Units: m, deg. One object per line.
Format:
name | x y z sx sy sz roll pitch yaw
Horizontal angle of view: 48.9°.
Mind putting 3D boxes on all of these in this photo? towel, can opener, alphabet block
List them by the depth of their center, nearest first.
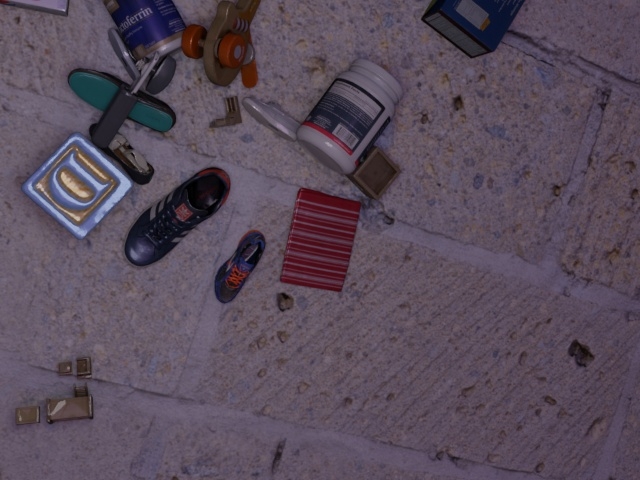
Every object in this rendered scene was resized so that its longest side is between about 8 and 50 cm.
can opener | -0.456 -0.339 1.710 0.093 0.074 0.280 35 105 -27
alphabet block | -0.591 -0.137 1.733 0.193 0.197 0.192 -46 105 -8
towel | 0.000 0.000 2.013 0.199 0.031 0.274 11 95 -20

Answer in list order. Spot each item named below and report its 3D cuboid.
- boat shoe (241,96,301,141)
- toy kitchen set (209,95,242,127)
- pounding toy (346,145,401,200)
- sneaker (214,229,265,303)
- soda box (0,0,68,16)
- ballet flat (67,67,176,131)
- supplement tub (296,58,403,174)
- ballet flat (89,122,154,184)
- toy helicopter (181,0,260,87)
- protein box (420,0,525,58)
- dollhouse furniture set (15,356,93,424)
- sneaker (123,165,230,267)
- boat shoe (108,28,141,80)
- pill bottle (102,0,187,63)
boat shoe | -0.128 -0.343 1.920 0.184 0.066 0.063 32 76 -17
toy kitchen set | -0.265 -0.341 1.879 0.068 0.083 0.075 -5 100 26
pounding toy | 0.137 -0.214 2.006 0.141 0.100 0.130 42 84 -27
sneaker | -0.220 0.071 1.924 0.083 0.087 0.221 28 87 -17
soda box | -0.723 -0.602 1.706 0.216 0.074 0.069 7 94 -18
ballet flat | -0.501 -0.360 1.790 0.280 0.096 0.095 26 117 -25
supplement tub | 0.080 -0.334 1.914 0.191 0.191 0.272 38 83 -17
ballet flat | -0.504 -0.231 1.812 0.074 0.074 0.203 -43 107 -8
toy helicopter | -0.199 -0.556 1.819 0.140 0.235 0.355 18 76 20
protein box | 0.439 -0.667 2.014 0.201 0.136 0.199 32 86 -17
dollhouse furniture set | -0.690 0.392 1.836 0.182 0.101 0.160 -2 72 -16
sneaker | -0.373 -0.065 1.831 0.350 0.148 0.131 -47 106 -7
boat shoe | -0.494 -0.479 1.806 0.040 0.049 0.142 -36 107 -30
pill bottle | -0.446 -0.580 1.750 0.153 0.153 0.264 -32 103 -11
